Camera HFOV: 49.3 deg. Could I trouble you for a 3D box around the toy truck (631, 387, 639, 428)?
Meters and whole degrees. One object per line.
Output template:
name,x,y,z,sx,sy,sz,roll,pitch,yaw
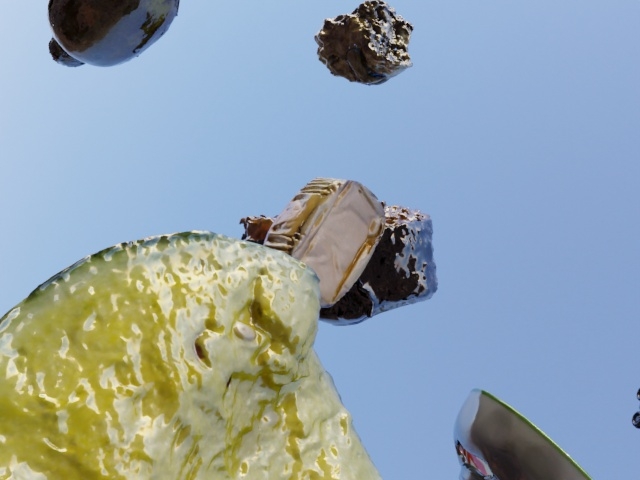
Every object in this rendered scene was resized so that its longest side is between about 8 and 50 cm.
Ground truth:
toy truck,0.438,0.212,0.863,0.090,0.056,0.073,127,-13,-67

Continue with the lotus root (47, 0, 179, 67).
lotus root,-0.238,-0.261,0.779,0.209,0.120,0.120,-27,-117,29

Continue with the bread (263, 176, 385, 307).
bread,0.000,0.000,0.996,0.190,0.132,0.114,-53,-155,-17

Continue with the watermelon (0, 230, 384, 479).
watermelon,-0.097,0.178,0.478,0.189,0.330,0.331,-42,-128,56

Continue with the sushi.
sushi,0.040,0.036,1.227,0.234,0.348,0.208,-143,-133,-81

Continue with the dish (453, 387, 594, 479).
dish,0.293,0.373,0.994,0.124,0.324,0.324,-41,-131,-10

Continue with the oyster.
oyster,0.089,-0.429,1.498,0.222,0.083,0.214,-7,-116,16
